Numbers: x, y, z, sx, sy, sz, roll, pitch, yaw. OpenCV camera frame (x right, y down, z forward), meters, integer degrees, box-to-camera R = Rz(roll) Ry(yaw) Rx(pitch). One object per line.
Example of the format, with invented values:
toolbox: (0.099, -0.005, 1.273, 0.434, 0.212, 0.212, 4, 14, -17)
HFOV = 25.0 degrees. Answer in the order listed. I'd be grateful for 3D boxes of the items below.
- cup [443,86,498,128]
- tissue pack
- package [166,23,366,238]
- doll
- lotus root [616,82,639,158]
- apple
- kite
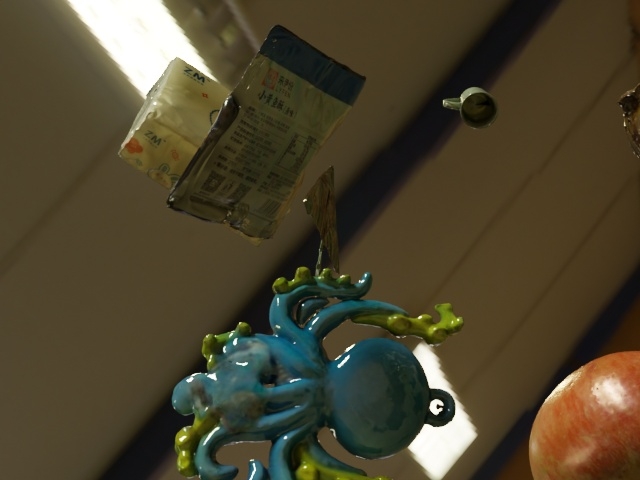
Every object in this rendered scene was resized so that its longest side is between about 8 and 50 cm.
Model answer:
cup: (0.222, -0.194, 2.134, 0.075, 0.054, 0.083, -18, 12, 5)
tissue pack: (-0.120, -0.104, 1.659, 0.092, 0.196, 0.148, -49, 15, 33)
package: (-0.039, -0.084, 1.214, 0.173, 0.027, 0.171, -60, -30, 5)
doll: (-0.005, 0.199, 1.722, 0.099, 0.341, 0.346, 94, -179, -64)
lotus root: (0.503, -0.078, 1.804, 0.078, 0.329, 0.167, -36, -17, -51)
apple: (0.306, 0.201, 1.398, 0.209, 0.164, 0.209, -8, -51, -9)
kite: (0.002, 0.000, 2.068, 0.229, 0.012, 0.250, 61, -149, -60)
